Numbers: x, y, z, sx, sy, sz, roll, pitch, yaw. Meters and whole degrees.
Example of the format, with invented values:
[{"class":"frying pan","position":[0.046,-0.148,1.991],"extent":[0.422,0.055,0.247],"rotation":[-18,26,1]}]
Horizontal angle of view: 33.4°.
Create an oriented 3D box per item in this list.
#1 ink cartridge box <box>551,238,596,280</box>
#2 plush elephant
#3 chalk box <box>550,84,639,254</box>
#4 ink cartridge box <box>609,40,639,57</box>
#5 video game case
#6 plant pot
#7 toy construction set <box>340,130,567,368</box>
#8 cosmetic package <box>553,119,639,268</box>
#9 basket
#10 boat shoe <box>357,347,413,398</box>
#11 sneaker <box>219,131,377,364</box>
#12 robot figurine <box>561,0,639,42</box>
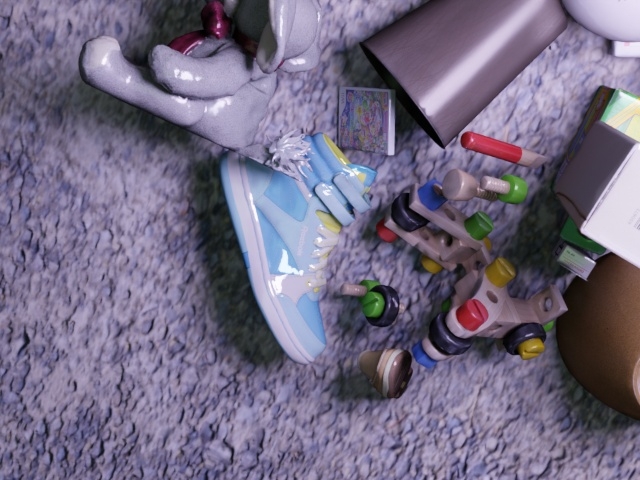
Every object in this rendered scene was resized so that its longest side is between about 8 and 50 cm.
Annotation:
[{"class":"ink cartridge box","position":[0.351,0.025,1.473],"extent":[0.048,0.083,0.028],"rotation":[31,101,-1]},{"class":"plush elephant","position":[-0.117,-0.257,1.382],"extent":[0.330,0.272,0.255],"rotation":[25,92,2]},{"class":"chalk box","position":[0.395,-0.084,1.425],"extent":[0.132,0.132,0.213],"rotation":[24,101,1]},{"class":"ink cartridge box","position":[0.480,-0.318,1.421],"extent":[0.179,0.045,0.145],"rotation":[1,101,8]},{"class":"video game case","position":[0.062,-0.165,1.456],"extent":[0.011,0.122,0.087],"rotation":[-6,102,-31]},{"class":"plant pot","position":[0.445,0.144,1.401],"extent":[0.237,0.254,0.237],"rotation":[1,99,5]},{"class":"toy construction set","position":[0.228,0.022,1.437],"extent":[0.237,0.257,0.309],"rotation":[11,114,-33]},{"class":"cosmetic package","position":[0.371,-0.043,1.212],"extent":[0.160,0.309,0.113],"rotation":[31,102,2]},{"class":"basket","position":[0.196,-0.258,1.399],"extent":[0.227,0.204,0.154],"rotation":[-37,137,4]},{"class":"boat shoe","position":[0.083,0.179,1.477],"extent":[0.072,0.190,0.068],"rotation":[27,77,13]},{"class":"sneaker","position":[0.000,0.000,1.470],"extent":[0.208,0.127,0.319],"rotation":[-18,92,8]},{"class":"robot figurine","position":[0.404,-0.383,1.313],"extent":[0.173,0.209,0.278],"rotation":[15,99,-31]}]
